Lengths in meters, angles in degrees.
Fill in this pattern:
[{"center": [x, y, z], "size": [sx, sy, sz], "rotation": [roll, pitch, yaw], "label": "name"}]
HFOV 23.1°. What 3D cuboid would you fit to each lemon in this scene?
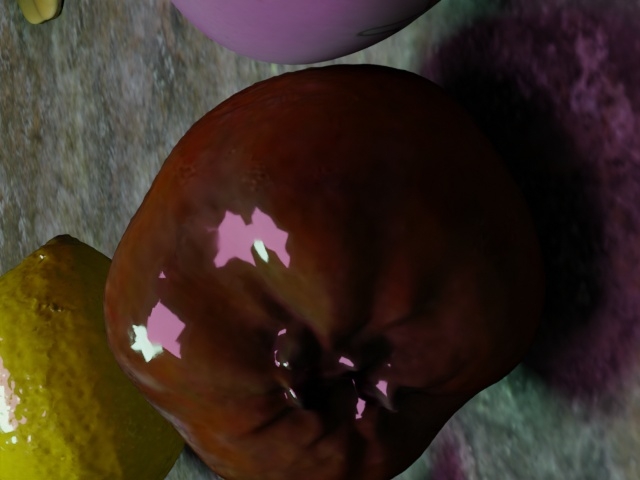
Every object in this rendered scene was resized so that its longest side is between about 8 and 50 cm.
[{"center": [-0.179, 0.104, 1.143], "size": [0.193, 0.180, 0.180], "rotation": [53, 160, -17], "label": "lemon"}]

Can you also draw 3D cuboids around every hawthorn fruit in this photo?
[{"center": [0.000, 0.000, 0.749], "size": [0.251, 0.199, 0.199], "rotation": [-95, 9, -62], "label": "hawthorn fruit"}]

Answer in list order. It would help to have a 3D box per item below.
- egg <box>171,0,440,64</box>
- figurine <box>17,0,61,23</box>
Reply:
[{"center": [0.005, -0.184, 0.649], "size": [0.271, 0.196, 0.196], "rotation": [93, 154, -47], "label": "egg"}, {"center": [-0.361, -0.238, 1.302], "size": [0.208, 0.257, 0.181], "rotation": [21, 117, 62], "label": "figurine"}]
